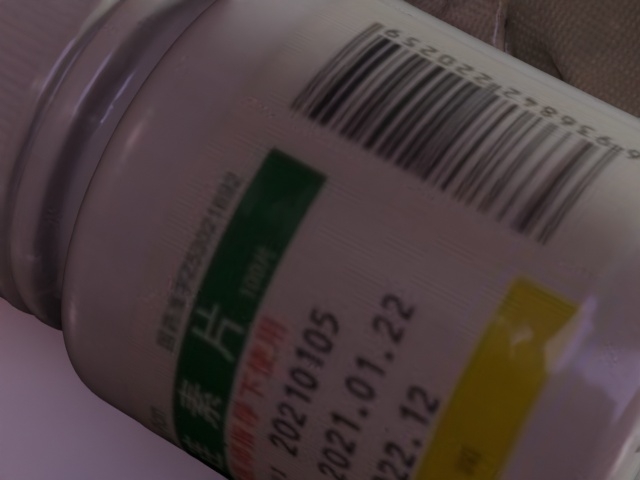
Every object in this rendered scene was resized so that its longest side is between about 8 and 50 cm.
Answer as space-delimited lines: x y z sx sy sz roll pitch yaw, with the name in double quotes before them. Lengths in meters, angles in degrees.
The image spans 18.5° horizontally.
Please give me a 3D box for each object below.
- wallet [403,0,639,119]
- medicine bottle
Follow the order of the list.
"wallet" 0.173 -0.129 0.889 0.335 0.068 0.275 -10 78 19
"medicine bottle" 0.000 0.000 0.807 0.339 0.208 0.208 29 76 19
